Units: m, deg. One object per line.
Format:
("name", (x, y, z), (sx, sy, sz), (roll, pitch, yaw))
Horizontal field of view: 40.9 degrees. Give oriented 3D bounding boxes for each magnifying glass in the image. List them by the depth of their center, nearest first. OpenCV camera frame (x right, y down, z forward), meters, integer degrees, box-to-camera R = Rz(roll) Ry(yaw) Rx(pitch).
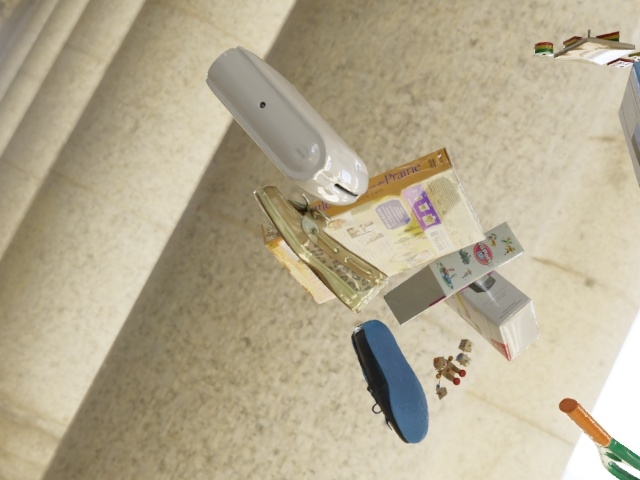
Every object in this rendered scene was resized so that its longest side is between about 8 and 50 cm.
("magnifying glass", (0.396, 0.285, 1.166), (0.231, 0.026, 0.092), (45, -21, -26))

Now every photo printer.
("photo printer", (-0.044, -0.190, 1.547), (0.307, 0.107, 0.256), (49, 10, 18))

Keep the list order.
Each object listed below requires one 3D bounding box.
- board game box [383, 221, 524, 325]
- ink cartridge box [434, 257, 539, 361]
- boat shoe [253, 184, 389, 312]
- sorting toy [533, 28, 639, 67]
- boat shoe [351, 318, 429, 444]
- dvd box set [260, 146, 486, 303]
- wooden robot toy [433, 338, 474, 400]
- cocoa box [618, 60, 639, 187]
("board game box", (0.338, 0.083, 2.184), (0.097, 0.303, 0.224), (58, -35, 6))
("ink cartridge box", (0.481, 0.178, 2.519), (0.306, 0.131, 0.226), (42, -12, 39))
("boat shoe", (0.000, 0.000, 1.437), (0.285, 0.089, 0.104), (47, 3, -27))
("sorting toy", (0.642, -0.452, 1.991), (0.274, 0.046, 0.132), (3, -6, -18))
("boat shoe", (0.142, 0.283, 1.728), (0.109, 0.258, 0.089), (-13, -8, -34))
("dvd box set", (0.122, -0.018, 1.860), (0.307, 0.420, 0.062), (51, 21, -52))
("wooden robot toy", (0.327, 0.319, 2.197), (0.079, 0.173, 0.076), (39, -9, -22))
("cocoa box", (0.901, -0.292, 1.979), (0.347, 0.231, 0.228), (-10, -26, 5))
